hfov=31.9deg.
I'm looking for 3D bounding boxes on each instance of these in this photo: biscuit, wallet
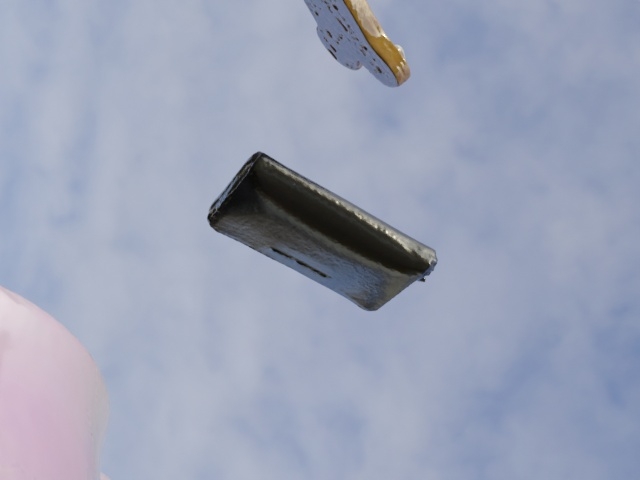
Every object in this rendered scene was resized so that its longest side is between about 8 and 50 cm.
[{"bbox_3d":[0.002,-0.323,1.299,0.047,0.340,0.216,-41,-146,-10],"label":"biscuit"},{"bbox_3d":[0.000,0.000,1.263,0.149,0.250,0.044,-41,-155,49],"label":"wallet"}]

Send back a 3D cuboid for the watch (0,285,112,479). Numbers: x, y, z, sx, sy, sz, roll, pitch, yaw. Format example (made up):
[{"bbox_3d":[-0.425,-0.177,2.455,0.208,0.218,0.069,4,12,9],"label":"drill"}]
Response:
[{"bbox_3d":[-0.150,0.121,0.379,0.217,0.248,0.211,121,-26,-43],"label":"watch"}]
